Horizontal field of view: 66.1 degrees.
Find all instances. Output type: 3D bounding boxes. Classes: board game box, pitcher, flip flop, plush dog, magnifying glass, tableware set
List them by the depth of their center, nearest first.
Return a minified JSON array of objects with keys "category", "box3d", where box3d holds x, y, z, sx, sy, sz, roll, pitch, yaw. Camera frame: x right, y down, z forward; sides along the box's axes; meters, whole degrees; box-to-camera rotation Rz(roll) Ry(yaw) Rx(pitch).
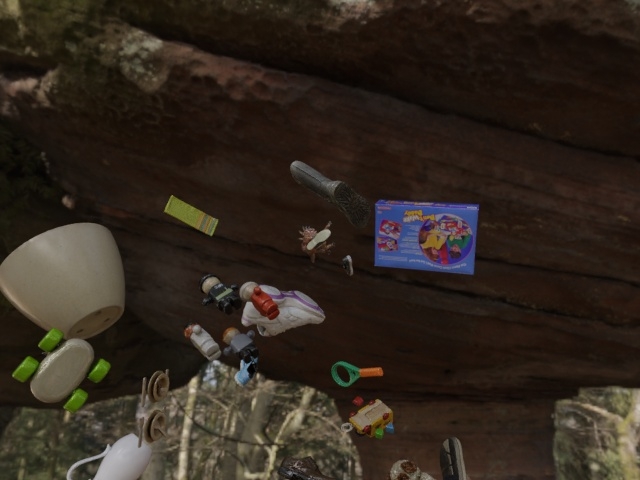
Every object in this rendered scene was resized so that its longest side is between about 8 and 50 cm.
[{"category":"tableware set","box3d":[-0.446,0.461,1.361,0.039,0.194,0.128,3,-2,14]},{"category":"flip flop","box3d":[0.411,0.736,1.466,0.080,0.277,0.112,20,-36,-21]},{"category":"pitcher","box3d":[-0.633,0.681,1.488,0.178,0.207,0.125,51,-30,-18]},{"category":"board game box","box3d":[0.368,-0.015,1.730,0.347,0.233,0.078,5,17,18]},{"category":"magnifying glass","box3d":[0.128,0.475,1.760,0.026,0.092,0.231,-19,0,-45]},{"category":"plush dog","box3d":[0.394,1.014,2.047,0.210,0.225,0.262,-32,-24,-49]}]

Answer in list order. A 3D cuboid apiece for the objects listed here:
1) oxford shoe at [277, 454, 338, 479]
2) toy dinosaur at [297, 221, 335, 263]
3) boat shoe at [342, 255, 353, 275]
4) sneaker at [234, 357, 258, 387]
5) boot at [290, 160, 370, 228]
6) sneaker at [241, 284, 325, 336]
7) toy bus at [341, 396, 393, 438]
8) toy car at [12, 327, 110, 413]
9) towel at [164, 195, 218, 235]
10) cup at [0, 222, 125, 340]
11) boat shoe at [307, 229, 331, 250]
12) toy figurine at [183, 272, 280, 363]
[{"category":"oxford shoe","box3d":[-0.032,0.796,1.699,0.227,0.096,0.083,11,-39,20]},{"category":"toy dinosaur","box3d":[-0.043,0.012,2.536,0.200,0.127,0.296,-8,-30,-29]},{"category":"boat shoe","box3d":[0.125,0.121,2.317,0.040,0.049,0.142,-21,-37,-9]},{"category":"sneaker","box3d":[-0.242,0.446,1.728,0.073,0.162,0.063,-33,-73,19]},{"category":"boot","box3d":[0.024,-0.126,1.337,0.208,0.076,0.190,24,-21,48]},{"category":"sneaker","box3d":[-0.119,0.232,1.556,0.305,0.152,0.114,20,12,-39]},{"category":"toy bus","box3d":[0.196,0.736,1.979,0.202,0.104,0.191,1,27,11]},{"category":"toy car","box3d":[-0.605,0.296,1.147,0.155,0.149,0.188,43,-27,-19]},{"category":"towel","box3d":[-0.576,-0.110,2.204,0.237,0.102,0.021,30,-46,-23]},{"category":"cup","box3d":[-0.702,0.146,1.415,0.331,0.237,0.331,-35,-15,-11]},{"category":"boat shoe","box3d":[0.000,0.000,2.205,0.137,0.049,0.043,-40,-33,22]},{"category":"toy figurine","box3d":[-0.239,0.204,1.288,0.213,0.209,0.148,15,12,-47]}]
